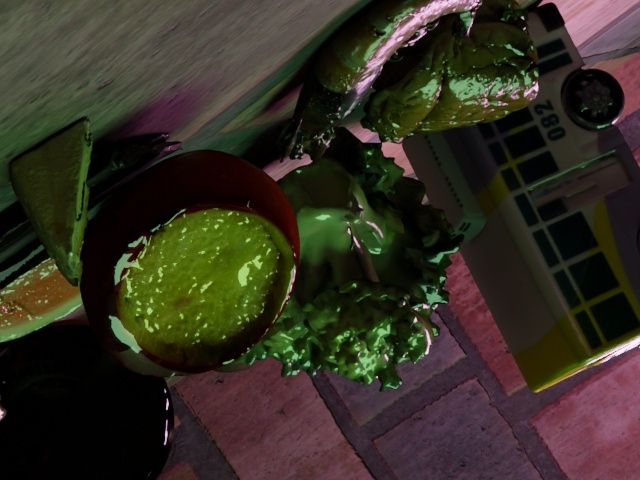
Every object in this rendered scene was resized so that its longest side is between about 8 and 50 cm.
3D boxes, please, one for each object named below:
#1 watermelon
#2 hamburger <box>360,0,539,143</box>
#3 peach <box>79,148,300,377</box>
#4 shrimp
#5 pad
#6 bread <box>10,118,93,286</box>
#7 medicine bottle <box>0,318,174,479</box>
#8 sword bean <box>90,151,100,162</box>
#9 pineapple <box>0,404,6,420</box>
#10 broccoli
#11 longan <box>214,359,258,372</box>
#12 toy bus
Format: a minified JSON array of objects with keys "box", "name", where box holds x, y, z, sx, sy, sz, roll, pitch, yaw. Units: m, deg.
[{"box":[-0.254,0.028,1.767,0.245,0.063,0.119,-30,167,-4],"name":"watermelon"},{"box":[0.149,-0.178,2.037,0.206,0.130,0.183,-29,170,-23],"name":"hamburger"},{"box":[-0.114,0.021,1.636,0.196,0.189,0.226,-26,-177,-31],"name":"peach"},{"box":[0.064,-0.181,1.863,0.222,0.054,0.290,-28,165,-44],"name":"shrimp"},{"box":[-0.238,-0.023,1.674,0.233,0.022,0.174,-34,180,17],"name":"pad"},{"box":[-0.194,-0.031,1.483,0.080,0.109,0.084,-29,169,-12],"name":"bread"},{"box":[-0.309,0.217,2.303,0.242,0.242,0.395,-32,-177,-10],"name":"medicine bottle"},{"box":[-0.224,-0.053,1.592,0.083,0.012,0.012,-34,174,17],"name":"sword bean"},{"box":[-0.446,0.219,1.934,0.169,0.169,0.340,-30,176,-34],"name":"pineapple"},{"box":[-0.008,-0.008,2.108,0.281,0.348,0.293,112,-10,-65],"name":"broccoli"},{"box":[-0.134,0.086,2.469,0.189,0.189,0.189,-33,174,-4],"name":"longan"},{"box":[0.278,-0.051,2.340,0.249,0.439,0.209,-23,172,-18],"name":"toy bus"}]
